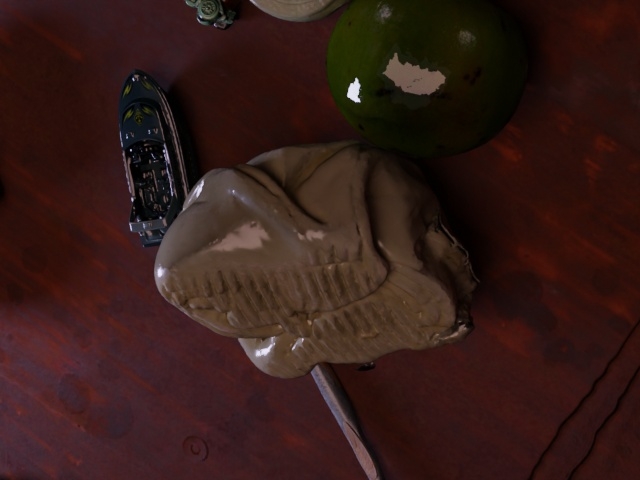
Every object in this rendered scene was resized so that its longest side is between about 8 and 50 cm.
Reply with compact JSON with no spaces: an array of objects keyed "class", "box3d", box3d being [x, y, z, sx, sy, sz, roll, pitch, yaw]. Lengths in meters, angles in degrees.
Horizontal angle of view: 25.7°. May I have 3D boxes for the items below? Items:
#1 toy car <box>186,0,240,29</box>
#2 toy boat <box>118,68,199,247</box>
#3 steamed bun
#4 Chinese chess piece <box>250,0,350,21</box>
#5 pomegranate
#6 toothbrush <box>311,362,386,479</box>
[{"class":"toy car","box3d":[-0.171,-0.319,1.793,0.143,0.073,0.054,31,99,14]},{"class":"toy boat","box3d":[-0.219,-0.106,1.860,0.093,0.103,0.246,-7,99,27]},{"class":"steamed bun","box3d":[0.000,0.000,1.715,0.394,0.237,0.346,12,145,-13]},{"class":"Chinese chess piece","box3d":[-0.024,-0.360,1.708,0.188,0.083,0.188,8,110,22]},{"class":"pomegranate","box3d":[0.135,-0.241,1.605,0.236,0.236,0.302,19,100,18]},{"class":"toothbrush","box3d":[0.059,0.285,1.884,0.028,0.037,0.375,-29,89,25]}]
